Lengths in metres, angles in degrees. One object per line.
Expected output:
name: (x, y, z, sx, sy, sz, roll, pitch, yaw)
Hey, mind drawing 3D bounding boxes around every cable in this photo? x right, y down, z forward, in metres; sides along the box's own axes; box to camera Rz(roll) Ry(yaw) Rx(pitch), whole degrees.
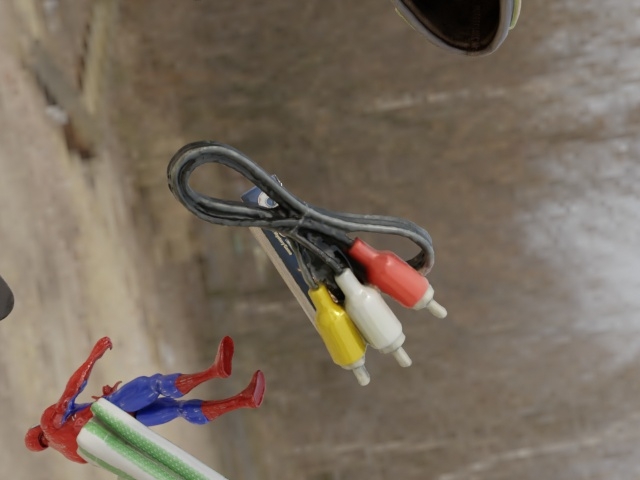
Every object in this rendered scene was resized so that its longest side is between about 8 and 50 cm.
cable: (0.000, 0.000, 1.635, 0.287, 0.139, 0.072, 44, 7, -30)

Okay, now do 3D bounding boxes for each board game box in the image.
board game box: (-0.017, 0.026, 1.918, 0.165, 0.042, 0.243, 56, -4, 4)

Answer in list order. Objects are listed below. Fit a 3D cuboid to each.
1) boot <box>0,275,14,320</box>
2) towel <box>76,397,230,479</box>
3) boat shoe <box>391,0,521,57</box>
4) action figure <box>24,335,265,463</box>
boot: (-0.228, -0.009, 1.095, 0.106, 0.037, 0.114, 41, 8, -31)
towel: (-0.049, 0.204, 1.280, 0.038, 0.248, 0.325, -57, 174, -12)
boat shoe: (0.075, -0.211, 1.234, 0.324, 0.116, 0.097, 45, 40, -72)
action figure: (-0.189, 0.148, 1.954, 0.091, 0.280, 0.139, 51, 30, -33)
